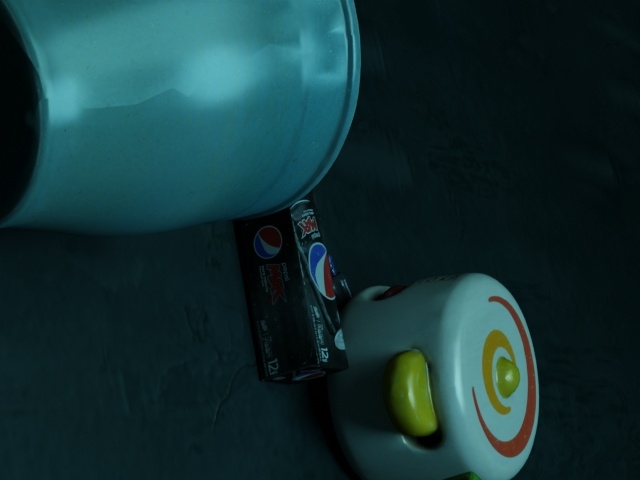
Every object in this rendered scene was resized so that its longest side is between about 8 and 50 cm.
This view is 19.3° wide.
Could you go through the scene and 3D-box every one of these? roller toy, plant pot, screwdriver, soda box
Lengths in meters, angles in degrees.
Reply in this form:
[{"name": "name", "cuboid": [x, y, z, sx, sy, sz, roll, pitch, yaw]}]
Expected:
[{"name": "roller toy", "cuboid": [0.107, 0.125, 1.672, 0.209, 0.146, 0.191, 53, 39, -41]}, {"name": "plant pot", "cuboid": [-0.156, -0.118, 1.267, 0.255, 0.271, 0.272, -21, 92, -48]}, {"name": "screwdriver", "cuboid": [0.000, 0.000, 1.703, 0.025, 0.024, 0.170, -25, 100, -33]}, {"name": "soda box", "cuboid": [-0.026, 0.034, 1.600, 0.053, 0.060, 0.169, 15, 61, -59]}]

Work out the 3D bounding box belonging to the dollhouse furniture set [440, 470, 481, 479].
[{"name": "dollhouse furniture set", "cuboid": [0.091, 0.375, 1.510, 0.197, 0.151, 0.301, 51, 34, -34]}]
